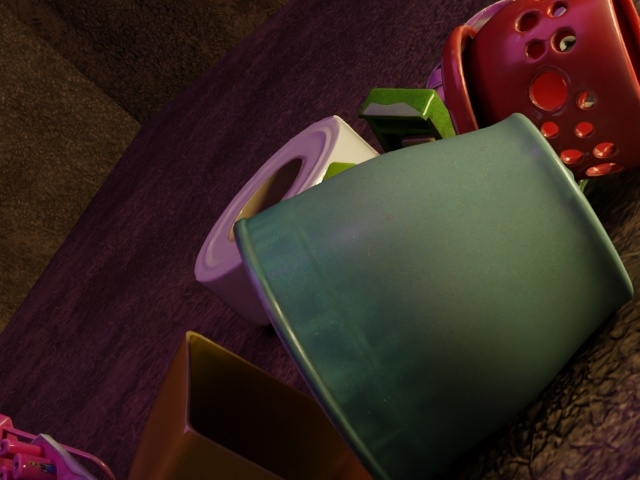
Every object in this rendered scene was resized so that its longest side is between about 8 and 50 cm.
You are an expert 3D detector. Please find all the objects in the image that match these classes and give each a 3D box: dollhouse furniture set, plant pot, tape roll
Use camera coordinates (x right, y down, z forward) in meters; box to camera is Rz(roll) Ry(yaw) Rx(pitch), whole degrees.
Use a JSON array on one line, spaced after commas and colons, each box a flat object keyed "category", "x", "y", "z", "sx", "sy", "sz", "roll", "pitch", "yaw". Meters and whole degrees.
[{"category": "dollhouse furniture set", "x": 0.168, "y": -0.039, "z": 1.422, "sx": 0.301, "sy": 0.151, "sz": 0.198, "roll": 6, "pitch": 57, "yaw": 35}, {"category": "plant pot", "x": 0.216, "y": -0.143, "z": 1.240, "sx": 0.174, "sy": 0.191, "sz": 0.191, "roll": -18, "pitch": 29, "yaw": 24}, {"category": "tape roll", "x": -0.037, "y": -0.027, "z": 1.770, "sx": 0.286, "sy": 0.100, "sz": 0.286, "roll": -44, "pitch": 17, "yaw": 17}, {"category": "plant pot", "x": 0.107, "y": 0.036, "z": 1.115, "sx": 0.255, "sy": 0.272, "sz": 0.272, "roll": -31, "pitch": 19, "yaw": 5}, {"category": "plant pot", "x": -0.078, "y": 0.242, "z": 1.209, "sx": 0.187, "sy": 0.212, "sz": 0.212, "roll": -56, "pitch": 15, "yaw": 12}]

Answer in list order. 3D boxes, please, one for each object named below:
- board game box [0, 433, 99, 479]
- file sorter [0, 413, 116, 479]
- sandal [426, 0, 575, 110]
[{"category": "board game box", "x": -0.247, "y": 0.399, "z": 1.118, "sx": 0.390, "sy": 0.050, "sz": 0.390, "roll": 21, "pitch": 92, "yaw": 56}, {"category": "file sorter", "x": -0.356, "y": 0.371, "z": 1.451, "sx": 0.182, "sy": 0.202, "sz": 0.290, "roll": 11, "pitch": 37, "yaw": 30}, {"category": "sandal", "x": 0.221, "y": -0.251, "z": 1.695, "sx": 0.416, "sy": 0.102, "sz": 0.169, "roll": -43, "pitch": 17, "yaw": 18}]
